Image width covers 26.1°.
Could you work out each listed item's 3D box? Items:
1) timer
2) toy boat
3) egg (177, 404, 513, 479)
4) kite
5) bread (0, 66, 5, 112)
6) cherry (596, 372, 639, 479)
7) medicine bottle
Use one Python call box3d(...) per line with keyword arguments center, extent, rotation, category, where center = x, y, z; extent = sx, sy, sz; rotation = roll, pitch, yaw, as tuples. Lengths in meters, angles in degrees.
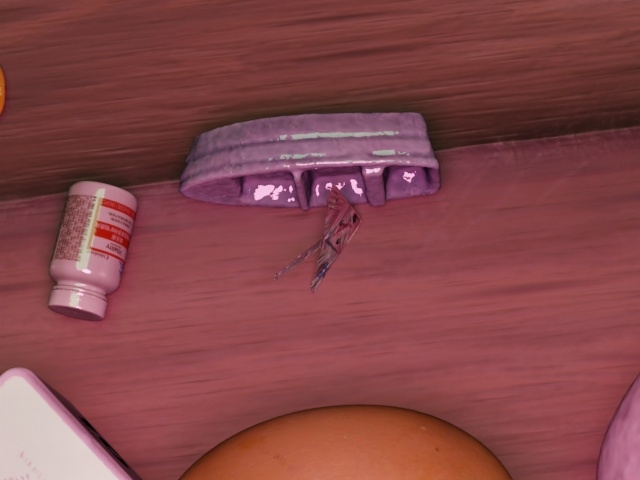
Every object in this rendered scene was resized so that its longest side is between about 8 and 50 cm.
box3d(center=(-0.287, 0.265, 1.365), extent=(0.194, 0.195, 0.192), rotation=(-44, 77, -9), category="timer")
box3d(center=(-0.013, -0.082, 1.491), extent=(0.283, 0.127, 0.078), rotation=(-2, 73, 4), category="toy boat")
box3d(center=(0.013, 0.307, 1.289), extent=(0.374, 0.301, 0.301), rotation=(-12, 74, -10), category="egg")
box3d(center=(0.000, 0.000, 1.475), extent=(0.005, 0.137, 0.152), rotation=(27, 33, 26), category="kite")
box3d(center=(-0.413, -0.169, 1.583), extent=(0.110, 0.024, 0.110), rotation=(0, 73, 1), category="bread")
box3d(center=(0.410, 0.217, 1.291), extent=(0.291, 0.326, 0.334), rotation=(-1, 77, -25), category="cherry")
box3d(center=(-0.249, 0.012, 1.496), extent=(0.079, 0.079, 0.140), rotation=(10, 74, 5), category="medicine bottle")
